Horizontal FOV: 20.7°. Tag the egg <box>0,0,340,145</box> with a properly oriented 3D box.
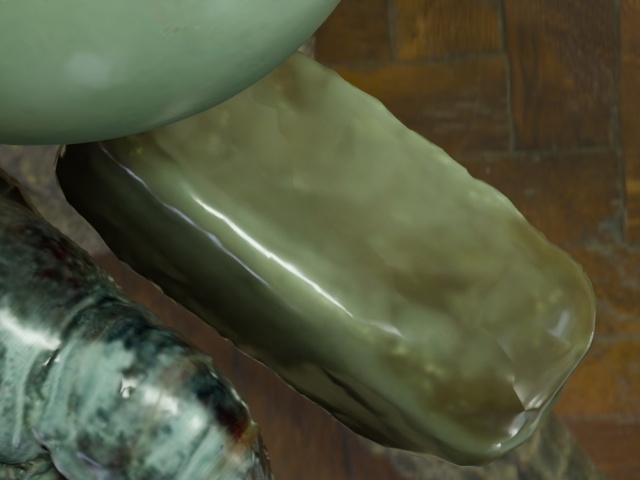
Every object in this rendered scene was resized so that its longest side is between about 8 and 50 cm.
[{"bbox_3d":[-0.106,-0.134,0.540,0.283,0.203,0.203,16,126,32],"label":"egg"}]

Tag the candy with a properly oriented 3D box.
[{"bbox_3d":[0.000,0.000,0.734,0.234,0.102,0.104,39,157,0],"label":"candy"}]

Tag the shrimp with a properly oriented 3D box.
[{"bbox_3d":[-0.193,0.038,0.762,0.372,0.172,0.137,25,151,16],"label":"shrimp"}]
